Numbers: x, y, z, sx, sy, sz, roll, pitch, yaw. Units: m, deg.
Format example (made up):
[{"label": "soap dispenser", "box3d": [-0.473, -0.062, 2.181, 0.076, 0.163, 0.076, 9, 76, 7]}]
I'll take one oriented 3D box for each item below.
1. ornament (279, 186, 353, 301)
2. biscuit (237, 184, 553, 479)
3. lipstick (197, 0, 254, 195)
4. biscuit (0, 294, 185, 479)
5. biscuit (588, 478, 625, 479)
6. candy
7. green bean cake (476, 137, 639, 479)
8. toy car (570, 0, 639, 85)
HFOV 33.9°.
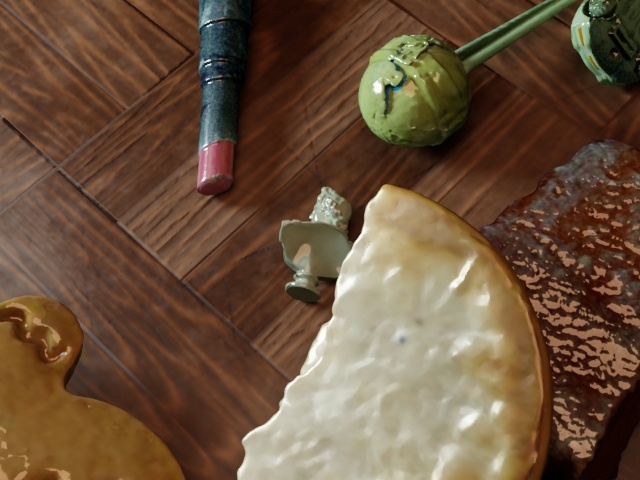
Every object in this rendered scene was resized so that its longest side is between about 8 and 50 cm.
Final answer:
[{"label": "ornament", "box3d": [0.000, 0.003, 0.855, 0.068, 0.041, 0.092, 46, 64, 4]}, {"label": "biscuit", "box3d": [0.053, 0.132, 0.716, 0.204, 0.040, 0.309, 26, 90, 31]}, {"label": "lipstick", "box3d": [-0.091, -0.148, 0.939, 0.053, 0.053, 0.234, 0, 64, 5]}, {"label": "biscuit", "box3d": [-0.249, 0.166, 0.735, 0.355, 0.052, 0.275, 39, 64, 8]}, {"label": "biscuit", "box3d": [0.203, 0.210, 0.688, 0.206, 0.126, 0.025, 9, 26, 11]}, {"label": "candy", "box3d": [0.173, -0.186, 0.930, 0.335, 0.092, 0.093, -32, 27, -20]}, {"label": "green bean cake", "box3d": [0.200, 0.053, 0.778, 0.232, 0.097, 0.198, -40, 65, -15]}, {"label": "toy car", "box3d": [0.284, -0.215, 0.933, 0.093, 0.058, 0.186, 45, 67, -23]}]
